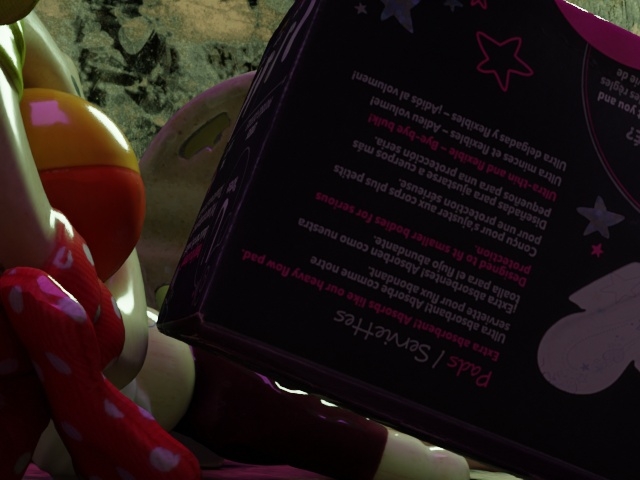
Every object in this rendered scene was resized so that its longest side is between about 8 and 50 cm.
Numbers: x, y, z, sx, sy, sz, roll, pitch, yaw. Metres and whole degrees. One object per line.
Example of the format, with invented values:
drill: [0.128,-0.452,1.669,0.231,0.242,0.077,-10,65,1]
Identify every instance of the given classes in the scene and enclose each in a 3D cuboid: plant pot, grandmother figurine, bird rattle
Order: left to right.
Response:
bird rattle: [-0.100,-0.016,0.425,0.143,0.253,0.207,-28,-8,3]
grandmother figurine: [-0.012,0.077,0.623,0.342,0.104,0.208,9,-3,-40]
plant pot: [0.000,0.000,0.915,0.334,0.333,0.305,2,-3,10]

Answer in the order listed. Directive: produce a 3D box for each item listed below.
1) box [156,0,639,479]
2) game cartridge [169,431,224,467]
box: [0.081,0.016,0.443,0.247,0.142,0.163,24,-10,-9]
game cartridge: [-0.250,0.100,0.755,0.355,0.068,0.230,5,-2,-14]
